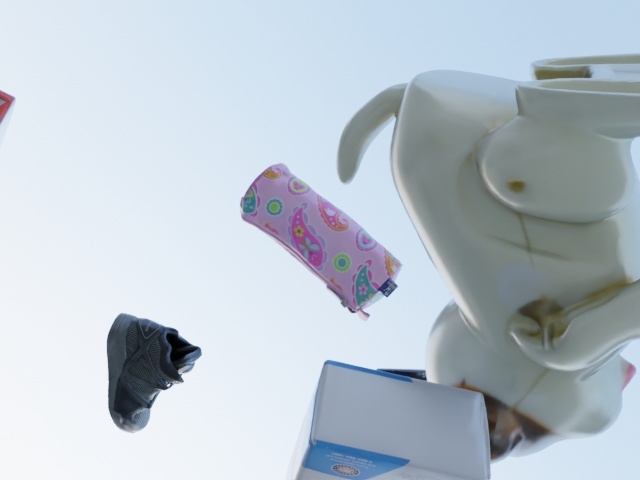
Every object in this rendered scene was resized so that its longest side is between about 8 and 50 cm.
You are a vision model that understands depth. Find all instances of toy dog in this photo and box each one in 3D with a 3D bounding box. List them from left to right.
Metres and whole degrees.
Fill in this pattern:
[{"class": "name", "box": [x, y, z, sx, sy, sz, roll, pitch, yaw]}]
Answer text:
[{"class": "toy dog", "box": [0.207, 0.037, 0.609, 0.396, 0.284, 0.407, 0, -69, 13]}]

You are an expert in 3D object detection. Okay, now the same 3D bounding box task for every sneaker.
[{"class": "sneaker", "box": [-0.259, 0.222, 0.933, 0.131, 0.087, 0.227, 11, -63, 3]}]

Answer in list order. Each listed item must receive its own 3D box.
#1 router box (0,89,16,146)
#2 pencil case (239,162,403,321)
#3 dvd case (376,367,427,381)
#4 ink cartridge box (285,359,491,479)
[{"class": "router box", "box": [-0.507, -0.004, 0.742, 0.335, 0.082, 0.300, -33, -141, 48]}, {"class": "pencil case", "box": [0.000, 0.000, 0.972, 0.284, 0.124, 0.124, 41, -52, 7]}, {"class": "dvd case", "box": [0.223, 0.283, 1.024, 0.239, 0.029, 0.179, -1, -47, 15]}, {"class": "ink cartridge box", "box": [0.046, 0.200, 0.529, 0.140, 0.082, 0.190, 13, -43, -3]}]
